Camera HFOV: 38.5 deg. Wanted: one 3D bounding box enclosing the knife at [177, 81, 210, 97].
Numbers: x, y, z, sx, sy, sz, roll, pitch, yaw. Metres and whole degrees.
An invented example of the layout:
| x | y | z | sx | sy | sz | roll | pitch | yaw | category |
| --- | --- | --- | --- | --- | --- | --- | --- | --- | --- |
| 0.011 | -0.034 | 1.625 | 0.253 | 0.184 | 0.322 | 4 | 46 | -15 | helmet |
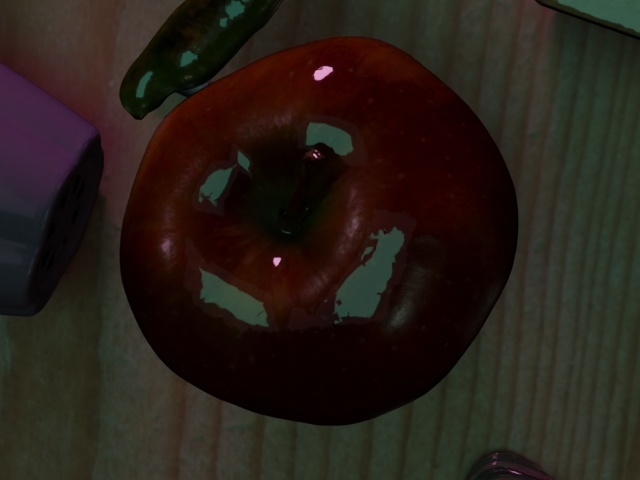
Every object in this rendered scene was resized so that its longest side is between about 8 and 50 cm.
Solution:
| x | y | z | sx | sy | sz | roll | pitch | yaw | category |
| --- | --- | --- | --- | --- | --- | --- | --- | --- | --- |
| -0.078 | -0.125 | 0.852 | 0.210 | 0.015 | 0.028 | 26 | 98 | 7 | knife |

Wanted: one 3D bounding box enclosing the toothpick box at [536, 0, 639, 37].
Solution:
| x | y | z | sx | sy | sz | roll | pitch | yaw | category |
| --- | --- | --- | --- | --- | --- | --- | --- | --- | --- |
| 0.282 | -0.296 | 0.659 | 0.190 | 0.187 | 0.308 | 21 | 107 | 8 | toothpick box |

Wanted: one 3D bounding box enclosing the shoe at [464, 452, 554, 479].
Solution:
| x | y | z | sx | sy | sz | roll | pitch | yaw | category |
| --- | --- | --- | --- | --- | --- | --- | --- | --- | --- |
| 0.207 | 0.267 | 0.811 | 0.180 | 0.092 | 0.089 | 36 | 105 | 5 | shoe |

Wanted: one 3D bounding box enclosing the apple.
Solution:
| x | y | z | sx | sy | sz | roll | pitch | yaw | category |
| --- | --- | --- | --- | --- | --- | --- | --- | --- | --- |
| 0.000 | 0.000 | 0.697 | 0.288 | 0.317 | 0.288 | -1 | 85 | 7 | apple |

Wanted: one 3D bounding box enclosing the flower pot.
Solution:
| x | y | z | sx | sy | sz | roll | pitch | yaw | category |
| --- | --- | --- | --- | --- | --- | --- | --- | --- | --- |
| -0.335 | -0.059 | 0.813 | 0.243 | 0.265 | 0.265 | 18 | 103 | -2 | flower pot |

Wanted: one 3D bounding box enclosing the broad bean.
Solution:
| x | y | z | sx | sy | sz | roll | pitch | yaw | category |
| --- | --- | --- | --- | --- | --- | --- | --- | --- | --- |
| -0.071 | -0.229 | 0.677 | 0.144 | 0.049 | 0.292 | -4 | 72 | 28 | broad bean |
